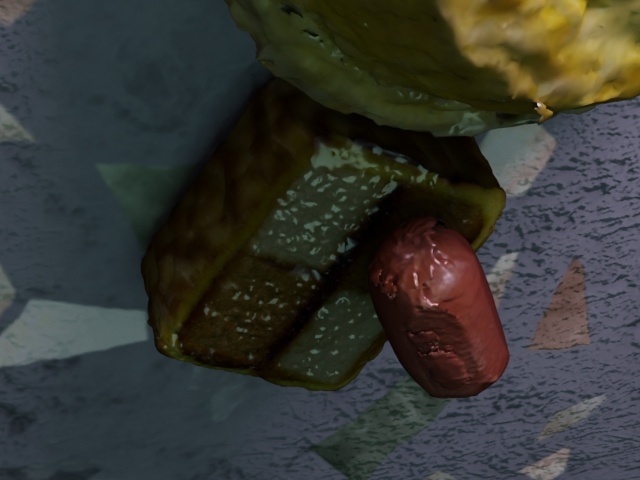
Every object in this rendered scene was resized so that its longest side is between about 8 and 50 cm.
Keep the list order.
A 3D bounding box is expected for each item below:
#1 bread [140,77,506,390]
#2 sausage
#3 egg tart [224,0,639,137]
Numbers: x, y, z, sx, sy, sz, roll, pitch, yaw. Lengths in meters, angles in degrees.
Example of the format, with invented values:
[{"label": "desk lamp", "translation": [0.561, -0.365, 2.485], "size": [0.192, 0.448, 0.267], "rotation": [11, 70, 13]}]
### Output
[{"label": "bread", "translation": [0.000, 0.000, 0.839], "size": [0.181, 0.096, 0.222], "rotation": [21, 123, -31]}, {"label": "sausage", "translation": [0.071, 0.043, 0.782], "size": [0.076, 0.076, 0.141], "rotation": [-23, 140, 3]}, {"label": "egg tart", "translation": [0.118, -0.195, 0.634], "size": [0.388, 0.169, 0.387], "rotation": [-12, 132, -14]}]
